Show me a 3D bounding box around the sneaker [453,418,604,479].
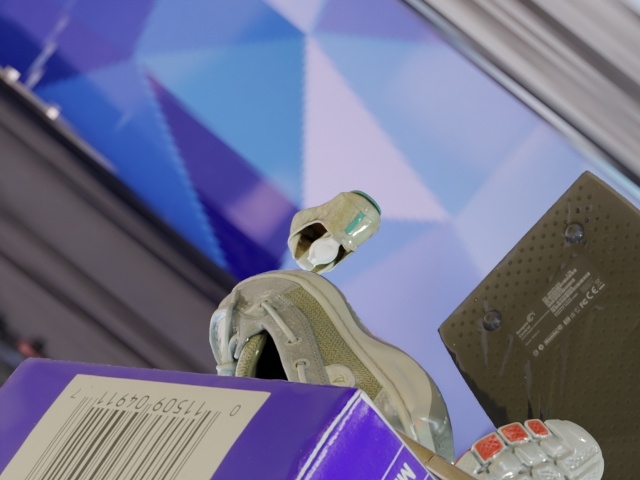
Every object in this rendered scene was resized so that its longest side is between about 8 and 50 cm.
[{"bbox_3d":[0.092,0.155,1.137,0.158,0.061,0.065,-24,166,-12],"label":"sneaker"}]

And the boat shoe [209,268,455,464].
[{"bbox_3d":[-0.016,0.105,1.350,0.103,0.118,0.320,-14,-157,-21],"label":"boat shoe"}]

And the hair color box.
[{"bbox_3d":[0.018,0.191,0.692,0.185,0.339,0.110,1,-131,48],"label":"hair color box"}]

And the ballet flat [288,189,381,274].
[{"bbox_3d":[0.000,0.000,1.564,0.052,0.057,0.168,-52,-177,-21],"label":"ballet flat"}]

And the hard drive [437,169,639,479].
[{"bbox_3d":[0.196,0.086,1.243,0.172,0.054,0.255,-48,-137,11],"label":"hard drive"}]

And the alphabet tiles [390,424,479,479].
[{"bbox_3d":[0.171,0.201,0.855,0.011,0.342,0.285,-51,-155,-8],"label":"alphabet tiles"}]
